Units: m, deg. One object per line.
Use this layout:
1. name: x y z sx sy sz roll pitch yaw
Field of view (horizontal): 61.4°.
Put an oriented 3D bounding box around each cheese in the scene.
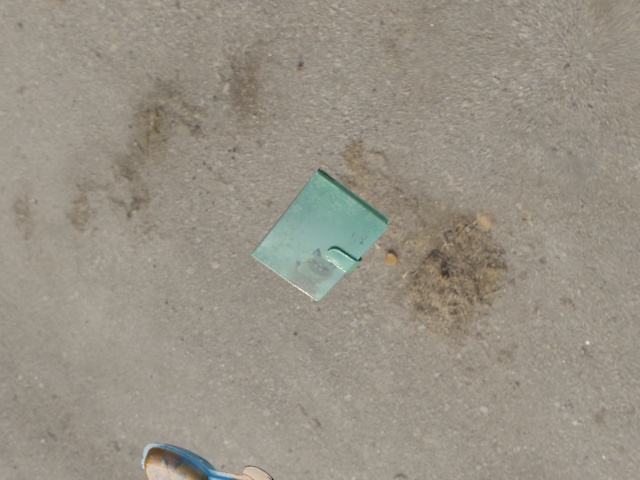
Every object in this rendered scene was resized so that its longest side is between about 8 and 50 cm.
1. cheese: -0.065 0.136 0.305 0.111 0.017 0.047 -8 113 34

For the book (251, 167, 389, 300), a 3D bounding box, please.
1. book: 0.000 0.000 0.594 0.103 0.017 0.135 36 120 -9
